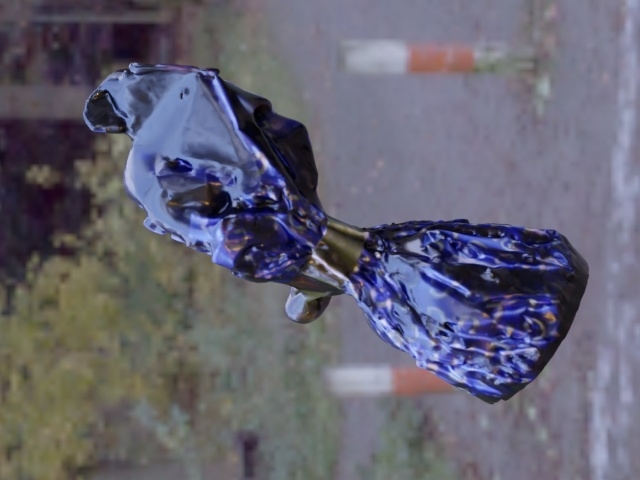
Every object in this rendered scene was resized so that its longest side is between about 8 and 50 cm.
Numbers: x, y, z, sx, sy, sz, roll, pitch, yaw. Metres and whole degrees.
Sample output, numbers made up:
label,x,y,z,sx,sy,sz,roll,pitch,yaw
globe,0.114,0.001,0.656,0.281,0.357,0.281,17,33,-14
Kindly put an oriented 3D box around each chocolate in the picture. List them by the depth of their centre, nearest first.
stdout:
label,x,y,z,sx,sy,sz,roll,pitch,yaw
chocolate,-0.003,-0.004,1.124,0.148,0.343,0.126,-59,9,40
